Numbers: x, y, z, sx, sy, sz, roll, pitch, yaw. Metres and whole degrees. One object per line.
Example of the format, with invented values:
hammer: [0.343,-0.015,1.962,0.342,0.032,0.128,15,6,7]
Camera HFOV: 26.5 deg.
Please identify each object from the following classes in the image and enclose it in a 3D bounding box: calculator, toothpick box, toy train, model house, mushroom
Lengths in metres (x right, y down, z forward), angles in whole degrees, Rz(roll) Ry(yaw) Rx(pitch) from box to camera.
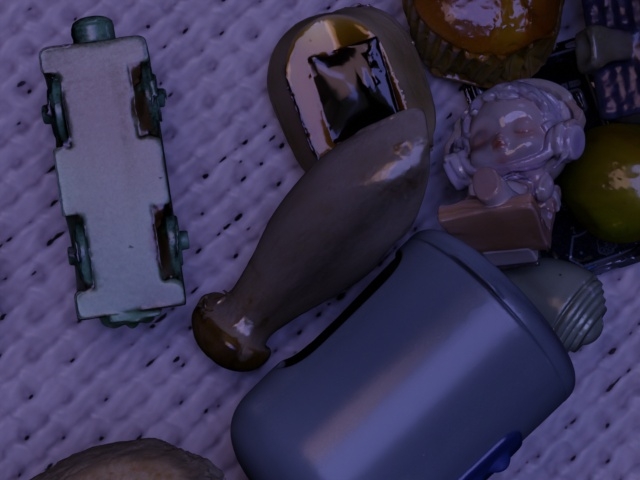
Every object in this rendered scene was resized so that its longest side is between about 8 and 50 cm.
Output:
calculator: [0.278,-0.088,1.575,0.166,0.028,0.274,-18,86,-11]
toothpick box: [0.071,0.191,1.398,0.355,0.263,0.263,-42,91,-10]
toy train: [-0.215,-0.070,1.433,0.129,0.159,0.326,-9,88,-7]
model house: [0.430,-0.252,1.478,0.280,0.312,0.245,-6,87,-12]
mushroom: [0.000,0.000,1.424,0.128,0.128,0.350,44,103,-2]

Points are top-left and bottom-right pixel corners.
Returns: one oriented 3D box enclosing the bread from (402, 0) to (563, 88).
bread: [0.192,-0.323,1.515,0.204,0.156,0.288,8,78,-5]

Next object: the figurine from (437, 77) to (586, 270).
figurine: [0.202,-0.091,1.463,0.163,0.141,0.236,-6,48,29]

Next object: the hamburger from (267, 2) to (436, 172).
hamburger: [0.037,-0.157,1.508,0.173,0.116,0.210,-23,92,1]

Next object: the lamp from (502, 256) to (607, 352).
lamp: [0.226,0.052,1.498,0.193,0.106,0.106,33,79,18]

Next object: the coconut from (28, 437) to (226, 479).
coconut: [-0.175,0.401,1.282,0.345,0.415,0.415,4,82,1]

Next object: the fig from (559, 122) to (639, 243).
fig: [0.344,-0.065,1.514,0.153,0.121,0.135,-3,86,12]
